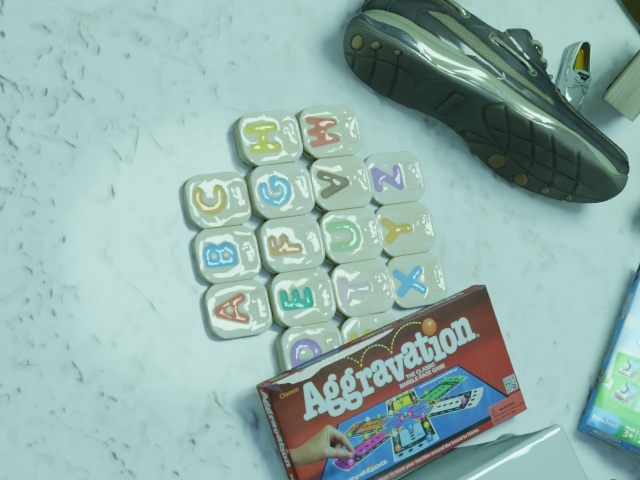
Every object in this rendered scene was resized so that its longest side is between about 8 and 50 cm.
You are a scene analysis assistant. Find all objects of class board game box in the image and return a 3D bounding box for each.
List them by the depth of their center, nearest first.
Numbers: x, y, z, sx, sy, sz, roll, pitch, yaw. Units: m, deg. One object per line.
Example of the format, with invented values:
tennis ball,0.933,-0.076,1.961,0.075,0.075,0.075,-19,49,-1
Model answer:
board game box,0.078,0.161,1.663,0.281,0.027,0.145,-23,97,-28
board game box,0.395,0.142,1.792,0.160,0.039,0.211,23,71,1

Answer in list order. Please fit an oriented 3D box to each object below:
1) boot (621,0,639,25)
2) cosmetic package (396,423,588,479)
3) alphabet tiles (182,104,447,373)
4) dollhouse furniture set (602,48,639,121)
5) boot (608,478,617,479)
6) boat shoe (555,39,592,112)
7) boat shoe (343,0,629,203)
boot,0.498,-0.268,1.947,0.203,0.095,0.262,-42,92,-28
cosmetic package,0.065,0.326,1.525,0.385,0.217,0.156,-23,88,-26
alphabet tiles,0.000,0.000,1.681,0.278,0.021,0.284,-7,81,-27
dollhouse furniture set,0.439,-0.126,1.792,0.242,0.161,0.212,39,103,4
boot,0.266,0.293,1.726,0.087,0.042,0.118,28,67,-15
boat shoe,0.292,-0.183,1.857,0.035,0.035,0.100,22,69,-20
boat shoe,0.197,-0.171,1.755,0.355,0.132,0.130,33,64,-16
